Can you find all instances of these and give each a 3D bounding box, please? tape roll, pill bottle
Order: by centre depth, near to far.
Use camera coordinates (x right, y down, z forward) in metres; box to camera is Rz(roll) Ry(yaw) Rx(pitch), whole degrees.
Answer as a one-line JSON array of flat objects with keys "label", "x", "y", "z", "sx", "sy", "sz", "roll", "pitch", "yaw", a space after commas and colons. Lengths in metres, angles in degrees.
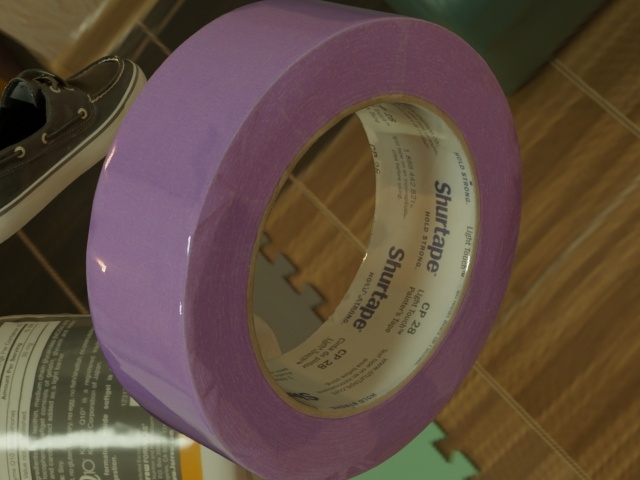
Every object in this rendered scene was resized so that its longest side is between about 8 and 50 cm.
[{"label": "tape roll", "x": 0.000, "y": 0.000, "z": 0.783, "sx": 0.090, "sy": 0.275, "sz": 0.275, "roll": 19, "pitch": 85, "yaw": 42}, {"label": "pill bottle", "x": -0.172, "y": 0.132, "z": 0.952, "sx": 0.278, "sy": 0.162, "sz": 0.162, "roll": -2, "pitch": 75, "yaw": 14}]

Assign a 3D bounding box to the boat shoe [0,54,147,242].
[{"label": "boat shoe", "x": -0.211, "y": -0.085, "z": 0.985, "sx": 0.080, "sy": 0.076, "sz": 0.228, "roll": 6, "pitch": 41, "yaw": 36}]
